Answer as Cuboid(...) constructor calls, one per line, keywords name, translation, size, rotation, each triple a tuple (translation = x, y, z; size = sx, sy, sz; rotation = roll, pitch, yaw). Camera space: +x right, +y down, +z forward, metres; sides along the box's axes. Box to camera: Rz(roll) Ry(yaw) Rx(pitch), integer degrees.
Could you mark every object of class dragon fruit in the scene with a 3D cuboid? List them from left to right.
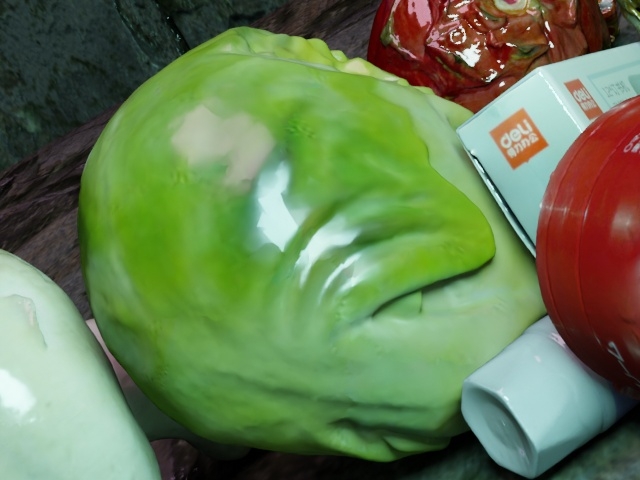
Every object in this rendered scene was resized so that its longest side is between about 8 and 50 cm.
Cuboid(name="dragon fruit", translation=(0.155, -0.176, 1.552), size=(0.241, 0.241, 0.252), rotation=(-31, 11, 8))

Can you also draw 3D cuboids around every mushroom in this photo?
Cuboid(name="mushroom", translation=(-0.229, 0.165, 1.246), size=(0.315, 0.356, 0.315), rotation=(-18, 53, 26))

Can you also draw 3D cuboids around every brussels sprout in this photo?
Cuboid(name="brussels sprout", translation=(0.000, 0.000, 1.142), size=(0.344, 0.344, 0.268), rotation=(-37, -15, -15))

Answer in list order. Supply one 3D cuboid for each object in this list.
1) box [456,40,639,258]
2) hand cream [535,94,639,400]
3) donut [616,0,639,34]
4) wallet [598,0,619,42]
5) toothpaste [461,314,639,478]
Cuboid(name="box", translation=(0.203, -0.056, 1.144), size=(0.079, 0.135, 0.269), rotation=(-37, -8, 29))
Cuboid(name="hand cream", translation=(0.231, 0.007, 0.946), size=(0.193, 0.193, 0.125), rotation=(-36, 15, -12))
Cuboid(name="donut", translation=(0.357, -0.211, 1.143), size=(0.317, 0.299, 0.150), rotation=(-12, 34, 34))
Cuboid(name="wallet", translation=(0.203, -0.187, 1.743), size=(0.241, 0.067, 0.141), rotation=(-30, -7, 6))
Cuboid(name="toothpaste", translation=(0.252, 0.026, 1.093), size=(0.371, 0.080, 0.125), rotation=(-31, 10, -22))
